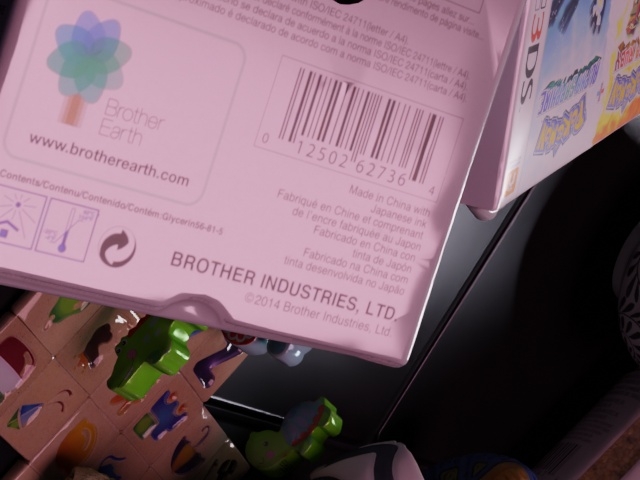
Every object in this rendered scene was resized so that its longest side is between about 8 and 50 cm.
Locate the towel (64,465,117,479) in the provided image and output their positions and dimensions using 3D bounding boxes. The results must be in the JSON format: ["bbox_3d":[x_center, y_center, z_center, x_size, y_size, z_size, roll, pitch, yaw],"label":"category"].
[{"bbox_3d":[-0.089,0.179,0.741,0.027,0.110,0.148,-86,-164,-67],"label":"towel"}]

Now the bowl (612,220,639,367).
[{"bbox_3d":[0.254,0.025,1.104,0.170,0.080,0.170,-32,139,-32],"label":"bowl"}]

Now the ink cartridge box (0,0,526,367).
[{"bbox_3d":[-0.008,-0.124,0.534,0.185,0.065,0.311,15,97,-35],"label":"ink cartridge box"}]

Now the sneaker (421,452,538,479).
[{"bbox_3d":[0.063,0.263,0.995,0.131,0.112,0.296,28,106,-22],"label":"sneaker"}]

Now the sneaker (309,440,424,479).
[{"bbox_3d":[-0.039,0.196,0.848,0.153,0.094,0.235,-14,159,-25],"label":"sneaker"}]

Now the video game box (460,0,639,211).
[{"bbox_3d":[0.114,-0.129,0.741,0.205,0.048,0.187,-31,134,-55],"label":"video game box"}]

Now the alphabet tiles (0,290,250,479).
[{"bbox_3d":[-0.107,0.102,0.746,0.198,0.009,0.237,-48,149,-14],"label":"alphabet tiles"}]

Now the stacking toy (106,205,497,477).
[{"bbox_3d":[0.000,0.000,0.758,0.221,0.052,0.167,-54,147,-6],"label":"stacking toy"}]

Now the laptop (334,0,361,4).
[{"bbox_3d":[0.064,-0.355,0.445,0.408,0.236,0.382,-31,129,10],"label":"laptop"}]

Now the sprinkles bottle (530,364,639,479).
[{"bbox_3d":[0.233,0.167,1.172,0.355,0.121,0.121,-41,146,-23],"label":"sprinkles bottle"}]
